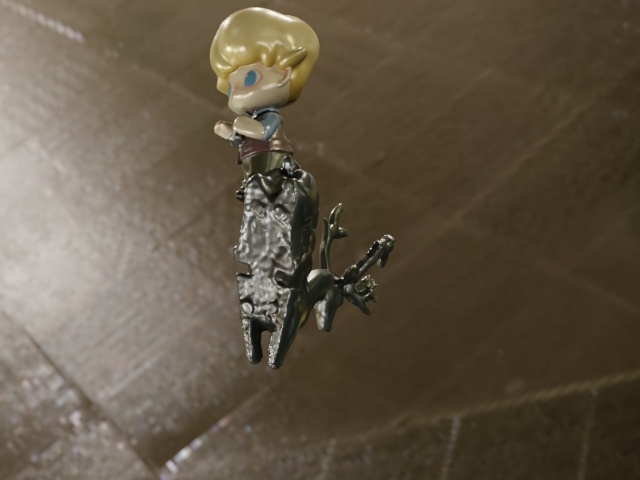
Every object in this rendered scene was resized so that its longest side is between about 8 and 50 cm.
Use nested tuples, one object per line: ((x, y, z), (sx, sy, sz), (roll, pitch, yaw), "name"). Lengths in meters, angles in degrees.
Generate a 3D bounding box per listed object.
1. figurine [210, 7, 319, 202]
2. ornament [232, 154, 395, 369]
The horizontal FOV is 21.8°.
((-0.064, -0.137, 1.666), (0.114, 0.108, 0.196), (123, 155, -80), "figurine")
((0.000, 0.000, 1.627), (0.080, 0.202, 0.236), (12, 18, 27), "ornament")
